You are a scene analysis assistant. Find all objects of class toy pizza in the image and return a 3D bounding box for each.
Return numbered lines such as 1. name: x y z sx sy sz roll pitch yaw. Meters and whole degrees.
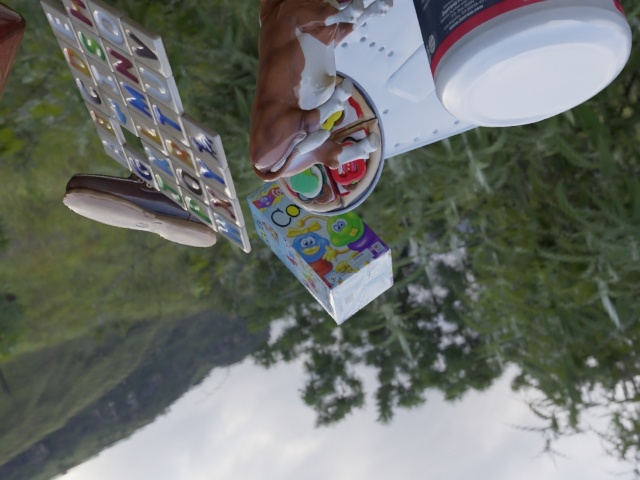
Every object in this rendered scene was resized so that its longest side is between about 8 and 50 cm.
1. toy pizza: -0.003 -0.132 1.260 0.201 0.201 0.032 -14 -178 37

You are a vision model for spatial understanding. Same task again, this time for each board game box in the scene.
1. board game box: 0.162 -0.290 1.512 0.389 0.050 0.390 -20 149 -12
2. board game box: 0.000 0.000 1.806 0.142 0.275 0.144 -35 151 -15

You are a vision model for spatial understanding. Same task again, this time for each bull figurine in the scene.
1. bull figurine: -0.016 -0.225 1.133 0.188 0.311 0.101 -4 170 40

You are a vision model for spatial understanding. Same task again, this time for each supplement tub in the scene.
1. supplement tub: 0.183 -0.271 0.931 0.191 0.272 0.191 -9 159 -4

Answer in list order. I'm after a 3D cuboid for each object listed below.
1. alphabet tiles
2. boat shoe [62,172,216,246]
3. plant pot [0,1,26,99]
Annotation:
1. alphabet tiles: -0.148 -0.106 0.784 0.198 0.237 0.009 34 -115 26
2. boat shoe: -0.226 -0.051 1.191 0.206 0.073 0.073 18 154 -30
3. plant pot: -0.543 -0.236 1.210 0.267 0.267 0.236 -58 -179 31
